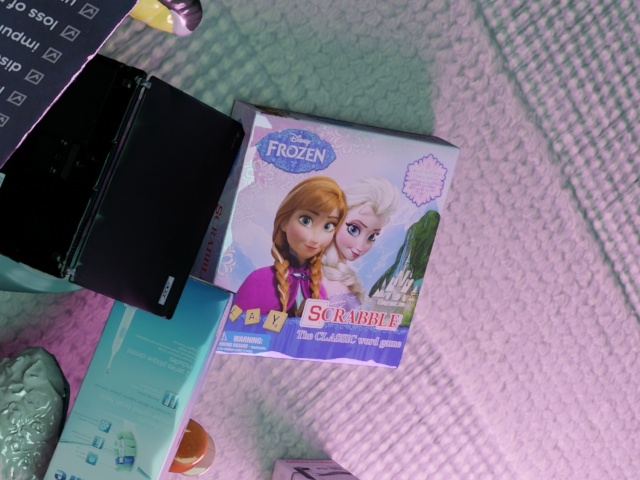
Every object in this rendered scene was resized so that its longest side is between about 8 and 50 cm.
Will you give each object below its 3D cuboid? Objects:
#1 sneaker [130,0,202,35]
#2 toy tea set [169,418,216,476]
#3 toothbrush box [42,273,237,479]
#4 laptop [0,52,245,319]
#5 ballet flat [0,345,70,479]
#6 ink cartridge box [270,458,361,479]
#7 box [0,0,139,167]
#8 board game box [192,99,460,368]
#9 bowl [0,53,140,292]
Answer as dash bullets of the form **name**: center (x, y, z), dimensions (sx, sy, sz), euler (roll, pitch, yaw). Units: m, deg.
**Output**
- **sneaker**: center (-0.293, -0.331, 1.707), dimensions (0.384, 0.145, 0.147), euler (32, 116, -35)
- **toy tea set**: center (-0.277, 0.348, 1.980), dimensions (0.336, 0.124, 0.200), euler (-21, 87, -19)
- **toothbrush box**: center (-0.208, 0.175, 1.812), dimensions (0.126, 0.216, 0.296), euler (22, 87, 0)
- **laptop**: center (-0.249, -0.073, 1.663), dimensions (0.264, 0.136, 0.234), euler (21, 85, 6)
- **ballet flat**: center (-0.422, 0.308, 1.799), dimensions (0.147, 0.147, 0.409), euler (17, 108, -34)
- **ink cartridge box**: center (0.005, 0.345, 2.107), dimensions (0.099, 0.135, 0.056), euler (5, 102, -32)
- **box**: center (-0.462, -0.278, 1.401), dimensions (0.480, 0.297, 0.472), euler (25, 122, -35)
- **board game box**: center (0.000, 0.000, 2.019), dimensions (0.318, 0.066, 0.318), euler (7, 104, -32)
- **bowl**: center (-0.305, -0.064, 1.759), dimensions (0.311, 0.163, 0.312), euler (-10, 112, -26)
